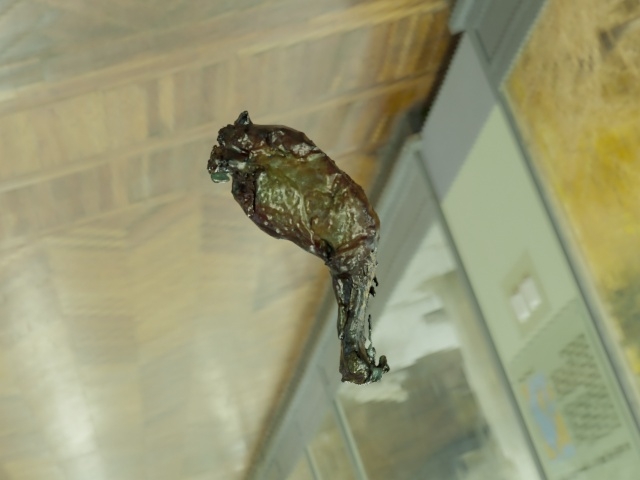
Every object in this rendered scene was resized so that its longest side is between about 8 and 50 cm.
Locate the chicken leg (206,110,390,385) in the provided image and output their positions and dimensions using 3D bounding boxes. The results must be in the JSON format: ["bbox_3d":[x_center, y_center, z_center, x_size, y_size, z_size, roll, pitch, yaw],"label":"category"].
[{"bbox_3d":[0.000,0.000,1.055,0.106,0.253,0.051,-31,177,-3],"label":"chicken leg"}]
